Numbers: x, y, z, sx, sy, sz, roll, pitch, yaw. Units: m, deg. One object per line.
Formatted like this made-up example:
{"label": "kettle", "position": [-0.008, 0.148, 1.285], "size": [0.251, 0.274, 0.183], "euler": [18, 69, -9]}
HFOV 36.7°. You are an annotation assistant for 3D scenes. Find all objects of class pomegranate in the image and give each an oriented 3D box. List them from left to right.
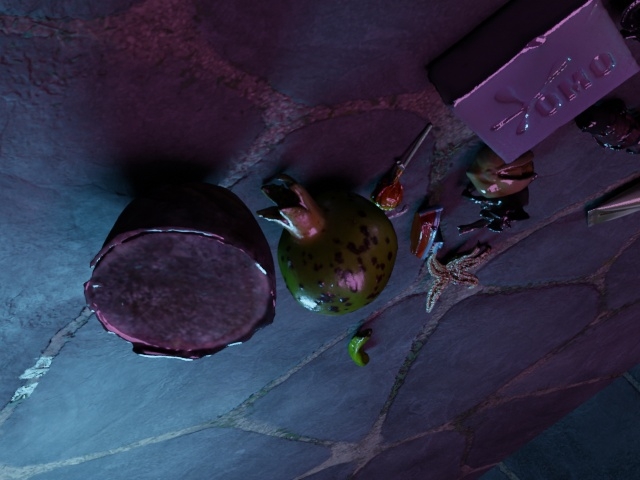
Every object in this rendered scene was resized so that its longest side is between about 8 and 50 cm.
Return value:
{"label": "pomegranate", "position": [-0.003, 0.016, 1.727], "size": [0.285, 0.231, 0.231], "euler": [13, 133, -36]}

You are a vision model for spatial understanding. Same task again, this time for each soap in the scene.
{"label": "soap", "position": [0.364, -0.293, 1.635], "size": [0.296, 0.107, 0.285], "euler": [-38, 147, 18]}

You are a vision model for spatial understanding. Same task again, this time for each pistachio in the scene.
{"label": "pistachio", "position": [0.358, -0.138, 1.885], "size": [0.149, 0.113, 0.113], "euler": [-9, 147, -40]}

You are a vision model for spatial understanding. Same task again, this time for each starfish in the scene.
{"label": "starfish", "position": [0.300, 0.076, 2.236], "size": [0.213, 0.057, 0.238], "euler": [15, 127, -40]}

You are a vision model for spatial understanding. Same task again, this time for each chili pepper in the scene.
{"label": "chili pepper", "position": [0.096, 0.264, 2.381], "size": [0.052, 0.050, 0.202], "euler": [-59, 166, -23]}

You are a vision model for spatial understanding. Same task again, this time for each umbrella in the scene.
{"label": "umbrella", "position": [0.614, -0.224, 1.967], "size": [0.326, 0.090, 0.094], "euler": [5, 141, -44]}

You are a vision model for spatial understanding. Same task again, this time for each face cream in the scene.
{"label": "face cream", "position": [0.805, -0.119, 2.319], "size": [0.341, 0.084, 0.137], "euler": [-23, 162, 8]}

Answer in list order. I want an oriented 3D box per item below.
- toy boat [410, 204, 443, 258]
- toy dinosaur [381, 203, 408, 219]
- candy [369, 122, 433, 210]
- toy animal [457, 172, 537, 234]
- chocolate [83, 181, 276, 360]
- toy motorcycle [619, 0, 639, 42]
{"label": "toy boat", "position": [0.224, -0.022, 1.994], "size": [0.058, 0.069, 0.173], "euler": [-6, 148, -7]}
{"label": "toy dinosaur", "position": [0.105, -0.021, 1.926], "size": [0.082, 0.039, 0.209], "euler": [1, 131, -35]}
{"label": "candy", "position": [0.156, -0.137, 1.785], "size": [0.060, 0.060, 0.201], "euler": [-1, 133, -39]}
{"label": "toy animal", "position": [0.365, -0.071, 1.949], "size": [0.232, 0.148, 0.085], "euler": [-41, 130, -52]}
{"label": "chocolate", "position": [-0.218, 0.020, 1.552], "size": [0.303, 0.213, 0.303], "euler": [0, 134, 0]}
{"label": "toy motorcycle", "position": [0.625, -0.435, 1.606], "size": [0.187, 0.125, 0.275], "euler": [5, 141, -30]}
